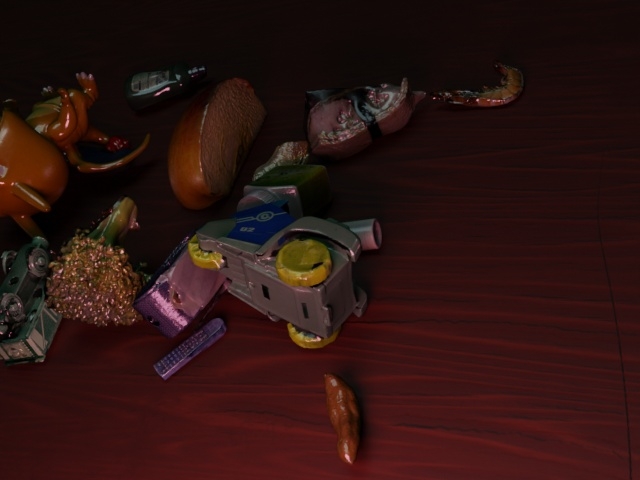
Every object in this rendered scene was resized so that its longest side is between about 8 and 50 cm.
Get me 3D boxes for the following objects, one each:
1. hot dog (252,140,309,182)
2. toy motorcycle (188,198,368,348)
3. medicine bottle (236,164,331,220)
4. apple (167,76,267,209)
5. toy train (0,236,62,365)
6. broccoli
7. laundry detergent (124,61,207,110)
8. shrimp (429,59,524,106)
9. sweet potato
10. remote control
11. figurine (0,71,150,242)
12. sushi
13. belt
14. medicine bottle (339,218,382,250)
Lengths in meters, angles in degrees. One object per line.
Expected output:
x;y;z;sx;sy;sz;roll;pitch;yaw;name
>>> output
-0.088;-0.148;2.042;0.169;0.061;0.078;-43;80;-15;hot dog
-0.069;0.025;1.704;0.326;0.191;0.200;27;55;30;toy motorcycle
-0.078;-0.081;1.899;0.132;0.088;0.188;3;24;30;medicine bottle
-0.237;-0.230;2.143;0.254;0.179;0.346;-42;19;47;apple
-0.602;0.118;1.947;0.115;0.154;0.269;-8;43;18;toy train
-0.394;0.058;1.870;0.180;0.242;0.273;29;68;20;broccoli
-0.395;-0.416;2.488;0.221;0.078;0.144;-19;36;9;laundry detergent
0.338;-0.337;2.048;0.195;0.035;0.148;3;49;21;shrimp
0.040;0.284;1.508;0.053;0.054;0.182;6;35;-15;sweet potato
-0.237;0.199;1.769;0.152;0.027;0.043;-36;45;-11;remote control
-0.637;-0.210;2.244;0.401;0.268;0.387;5;45;25;figurine
0.101;-0.252;2.035;0.272;0.134;0.109;-9;54;-3;sushi
-0.246;0.083;1.814;0.139;0.126;0.230;-31;18;45;belt
0.000;0.000;1.838;0.230;0.059;0.059;-6;43;21;medicine bottle
